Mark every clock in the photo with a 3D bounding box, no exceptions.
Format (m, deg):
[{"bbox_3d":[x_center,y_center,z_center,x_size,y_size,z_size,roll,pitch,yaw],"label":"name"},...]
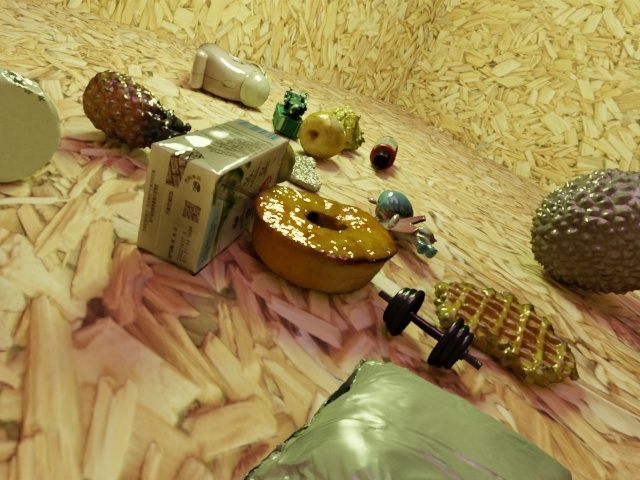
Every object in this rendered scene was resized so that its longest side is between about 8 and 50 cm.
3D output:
[{"bbox_3d":[-0.383,-0.708,1.787,0.325,0.184,0.342,17,32,-20],"label":"clock"}]

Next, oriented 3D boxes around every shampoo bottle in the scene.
[{"bbox_3d":[0.256,-0.349,1.680,0.104,0.104,0.278,24,26,3],"label":"shampoo bottle"}]

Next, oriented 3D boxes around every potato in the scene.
[{"bbox_3d":[-0.165,-0.231,1.106,0.200,0.137,0.154,28,27,14],"label":"potato"}]

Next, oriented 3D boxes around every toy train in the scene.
[{"bbox_3d":[-0.112,-0.506,1.631,0.115,0.154,0.269,13,28,-17],"label":"toy train"}]

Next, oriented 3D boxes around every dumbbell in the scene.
[{"bbox_3d":[0.186,0.151,0.722,0.208,0.099,0.099,36,30,26],"label":"dumbbell"}]

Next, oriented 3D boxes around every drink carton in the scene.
[{"bbox_3d":[-0.192,-0.105,0.793,0.132,0.194,0.324,23,27,5],"label":"drink carton"}]

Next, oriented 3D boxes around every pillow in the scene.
[{"bbox_3d":[0.093,0.253,0.430,0.283,0.138,0.310,28,24,29],"label":"pillow"}]

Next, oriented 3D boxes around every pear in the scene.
[{"bbox_3d":[0.012,-0.372,1.470,0.178,0.178,0.178,18,27,-10],"label":"pear"}]

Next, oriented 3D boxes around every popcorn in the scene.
[{"bbox_3d":[0.098,-0.455,1.694,0.173,0.168,0.195,-7,3,25],"label":"popcorn"}]

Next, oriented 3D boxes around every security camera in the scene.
[{"bbox_3d":[-0.605,-0.227,0.717,0.236,0.195,0.194,28,27,21],"label":"security camera"}]

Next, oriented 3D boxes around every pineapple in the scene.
[{"bbox_3d":[-0.387,-0.264,0.983,0.340,0.169,0.169,31,28,8],"label":"pineapple"}]

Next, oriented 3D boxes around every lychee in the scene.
[{"bbox_3d":[0.847,-0.028,1.258,0.432,0.380,0.380,-2,32,-8],"label":"lychee"}]

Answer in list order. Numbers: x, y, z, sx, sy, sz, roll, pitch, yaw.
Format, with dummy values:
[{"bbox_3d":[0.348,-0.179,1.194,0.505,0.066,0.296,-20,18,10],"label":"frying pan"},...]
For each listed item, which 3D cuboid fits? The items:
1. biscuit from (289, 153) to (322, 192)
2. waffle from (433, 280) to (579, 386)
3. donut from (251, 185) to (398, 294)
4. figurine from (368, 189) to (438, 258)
[{"bbox_3d":[-0.072,-0.222,1.279,0.133,0.032,0.250,14,29,-15],"label":"biscuit"},{"bbox_3d":[0.375,0.182,0.858,0.300,0.058,0.281,21,25,-1],"label":"waffle"},{"bbox_3d":[0.000,0.000,0.842,0.303,0.110,0.303,18,26,-9],"label":"donut"},{"bbox_3d":[0.246,-0.046,1.121,0.205,0.103,0.260,8,30,-26],"label":"figurine"}]
